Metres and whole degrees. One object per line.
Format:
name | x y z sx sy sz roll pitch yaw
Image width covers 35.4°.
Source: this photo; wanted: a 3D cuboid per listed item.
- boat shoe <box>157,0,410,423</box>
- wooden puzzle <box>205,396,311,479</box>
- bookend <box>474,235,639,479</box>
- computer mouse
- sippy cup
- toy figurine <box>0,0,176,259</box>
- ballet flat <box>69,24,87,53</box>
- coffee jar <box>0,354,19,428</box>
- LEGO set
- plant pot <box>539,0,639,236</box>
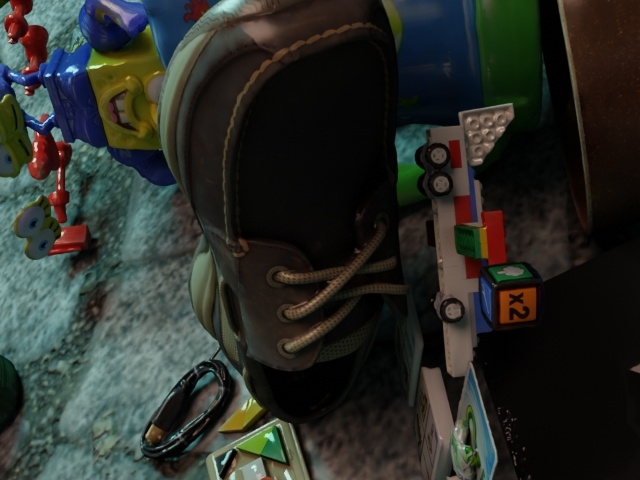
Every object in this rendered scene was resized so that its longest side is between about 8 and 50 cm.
boat shoe | 0.000 0.000 0.553 0.132 0.355 0.130 -25 66 -14
wooden puzzle | -0.044 0.154 0.665 0.078 0.014 0.116 -38 44 6
bookend | 0.176 0.083 0.517 0.157 0.072 0.156 -28 45 15
computer mouse | -0.070 0.050 0.746 0.071 0.041 0.242 10 65 39
sippy cup | 0.011 -0.167 0.634 0.224 0.240 0.306 -8 92 8
toy figurine | -0.161 -0.162 0.818 0.217 0.363 0.191 -6 41 0
ballet flat | -0.205 -0.156 0.998 0.070 0.070 0.188 -41 42 2
coffee jar | -0.336 0.097 0.795 0.096 0.184 0.079 -33 44 10
LEGO set | 0.080 0.057 0.509 0.060 0.244 0.183 -7 51 -5
plant pot | 0.245 -0.128 0.561 0.230 0.215 0.215 -11 50 11
